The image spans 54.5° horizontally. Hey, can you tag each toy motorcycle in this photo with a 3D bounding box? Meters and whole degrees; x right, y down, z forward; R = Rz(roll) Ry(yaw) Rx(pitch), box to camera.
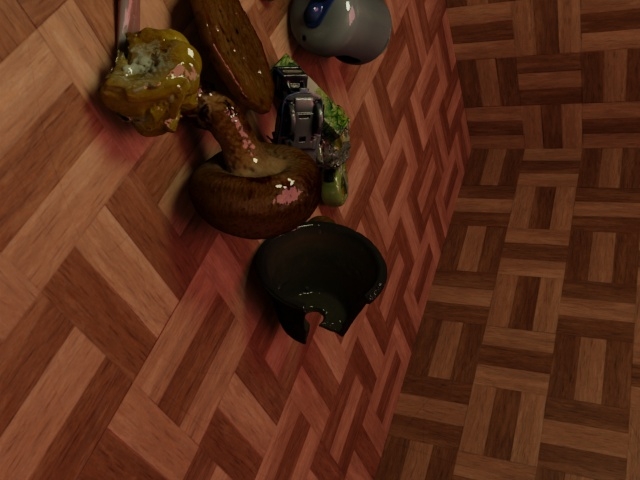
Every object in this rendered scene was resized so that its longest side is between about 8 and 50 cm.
[{"bbox_3d":[-0.076,-0.281,1.719,0.125,0.213,0.359,-5,124,-20],"label":"toy motorcycle"}]

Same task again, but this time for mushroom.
[{"bbox_3d":[-0.158,-0.186,1.499,0.331,0.334,0.356,-14,111,-69],"label":"mushroom"}]

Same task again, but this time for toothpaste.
[{"bbox_3d":[-0.392,-0.482,1.275,0.067,0.042,0.195,-21,120,-61],"label":"toothpaste"}]

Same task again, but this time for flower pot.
[{"bbox_3d":[-0.009,0.143,1.851,0.379,0.379,0.251,-57,161,-44],"label":"flower pot"}]

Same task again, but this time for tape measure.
[{"bbox_3d":[0.046,-0.192,2.127,0.154,0.087,0.178,-71,153,-52],"label":"tape measure"}]

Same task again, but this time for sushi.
[{"bbox_3d":[0.004,-0.322,1.971,0.274,0.139,0.184,-43,128,-50],"label":"sushi"}]

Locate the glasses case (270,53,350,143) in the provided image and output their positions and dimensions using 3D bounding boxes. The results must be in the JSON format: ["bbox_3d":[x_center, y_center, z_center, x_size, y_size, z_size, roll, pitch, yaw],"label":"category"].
[{"bbox_3d":[-0.037,-0.410,1.811,0.272,0.062,0.095,44,47,-16],"label":"glasses case"}]

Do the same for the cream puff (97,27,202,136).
[{"bbox_3d":[-0.327,-0.316,1.279,0.195,0.194,0.221,51,56,-54],"label":"cream puff"}]

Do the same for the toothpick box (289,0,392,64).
[{"bbox_3d":[0.058,-0.689,1.912,0.354,0.263,0.263,-18,109,-60],"label":"toothpick box"}]

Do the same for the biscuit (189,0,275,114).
[{"bbox_3d":[-0.209,-0.474,1.512,0.359,0.046,0.359,-18,90,-72],"label":"biscuit"}]

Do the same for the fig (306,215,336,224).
[{"bbox_3d":[-0.016,-0.001,2.036,0.126,0.185,0.133,1,67,-26],"label":"fig"}]
